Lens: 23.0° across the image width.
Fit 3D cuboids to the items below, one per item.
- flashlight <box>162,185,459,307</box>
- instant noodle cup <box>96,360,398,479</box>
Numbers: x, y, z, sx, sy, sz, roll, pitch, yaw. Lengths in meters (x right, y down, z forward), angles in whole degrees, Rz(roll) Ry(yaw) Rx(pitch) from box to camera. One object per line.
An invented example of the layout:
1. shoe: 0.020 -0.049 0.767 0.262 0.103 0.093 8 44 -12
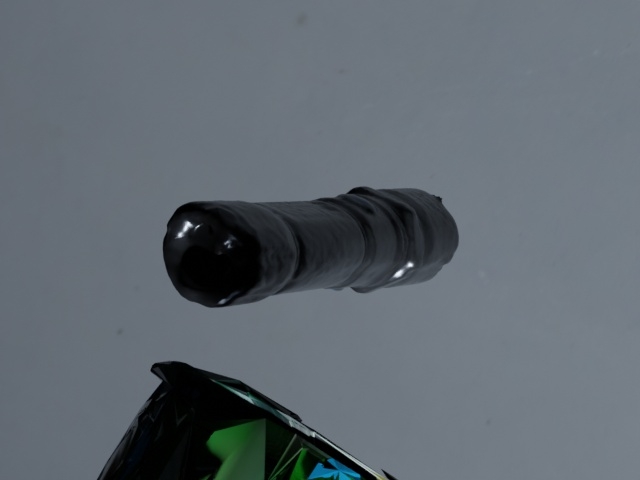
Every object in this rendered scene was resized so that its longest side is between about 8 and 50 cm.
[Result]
1. flashlight: 0.000 0.000 1.336 0.103 0.424 0.103 1 91 26
2. instant noodle cup: -0.029 0.187 0.657 0.240 0.240 0.178 34 75 5
